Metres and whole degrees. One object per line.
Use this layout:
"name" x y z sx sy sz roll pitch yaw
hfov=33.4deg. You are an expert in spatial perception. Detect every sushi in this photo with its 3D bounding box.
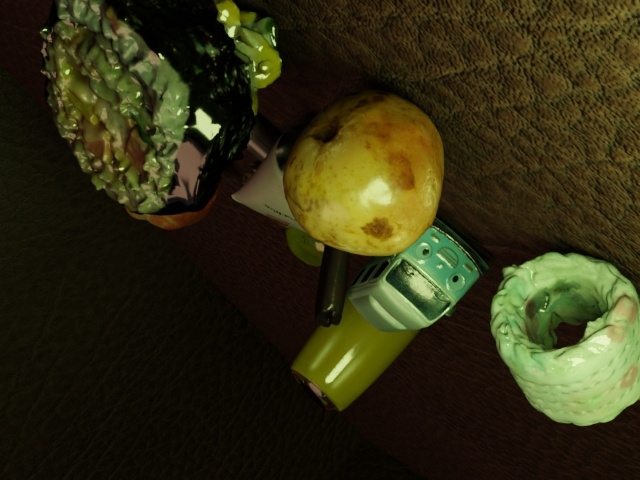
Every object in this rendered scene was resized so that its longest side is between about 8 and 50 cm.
"sushi" -0.195 -0.229 1.483 0.328 0.285 0.328 40 139 21

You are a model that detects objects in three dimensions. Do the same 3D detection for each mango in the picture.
"mango" -0.005 -0.005 2.110 0.117 0.089 0.163 49 153 -15

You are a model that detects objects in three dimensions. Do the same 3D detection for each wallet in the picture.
"wallet" 0.029 0.031 1.860 0.049 0.229 0.182 9 168 -2

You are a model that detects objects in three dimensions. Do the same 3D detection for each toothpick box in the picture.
"toothpick box" 0.066 0.216 2.187 0.175 0.271 0.175 39 167 11

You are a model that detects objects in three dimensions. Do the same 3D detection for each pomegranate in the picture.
"pomegranate" 0.065 -0.077 1.369 0.215 0.215 0.215 39 167 11

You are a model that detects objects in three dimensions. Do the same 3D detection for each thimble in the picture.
"thimble" 0.314 0.116 1.348 0.149 0.185 0.211 54 177 -38

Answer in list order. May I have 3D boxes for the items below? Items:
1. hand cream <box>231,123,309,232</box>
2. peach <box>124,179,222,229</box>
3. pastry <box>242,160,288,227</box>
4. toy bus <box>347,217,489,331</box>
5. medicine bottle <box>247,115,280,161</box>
"hand cream" -0.048 -0.085 1.799 0.185 0.118 0.359 22 161 -5
"peach" -0.332 -0.158 2.299 0.232 0.257 0.232 6 -170 -1
"pastry" -0.082 -0.089 2.048 0.153 0.081 0.153 42 165 14
"toy bus" 0.144 0.065 1.709 0.133 0.165 0.271 42 167 -4
"medicine bottle" -0.128 -0.197 1.883 0.199 0.058 0.057 42 167 1
